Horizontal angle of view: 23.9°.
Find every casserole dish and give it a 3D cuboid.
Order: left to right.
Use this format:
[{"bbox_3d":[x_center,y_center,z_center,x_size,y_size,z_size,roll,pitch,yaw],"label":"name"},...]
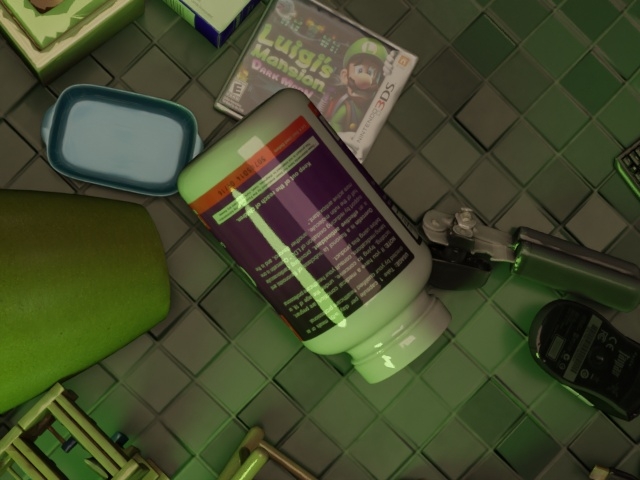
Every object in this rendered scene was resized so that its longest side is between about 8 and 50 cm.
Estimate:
[{"bbox_3d":[-0.230,-0.115,1.760,0.188,0.037,0.114,12,86,-5],"label":"casserole dish"}]

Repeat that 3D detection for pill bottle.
[{"bbox_3d":[0.000,0.000,1.700,0.181,0.181,0.323,-39,96,-7],"label":"pill bottle"}]

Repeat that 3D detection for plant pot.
[{"bbox_3d":[-0.324,0.053,1.650,0.293,0.275,0.275,-13,89,-23],"label":"plant pot"}]

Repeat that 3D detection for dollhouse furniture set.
[{"bbox_3d":[-0.270,0.260,1.673,0.129,0.184,0.129,43,84,13],"label":"dollhouse furniture set"}]

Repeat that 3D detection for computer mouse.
[{"bbox_3d":[0.335,0.192,1.798,0.262,0.060,0.184,25,81,-16],"label":"computer mouse"}]

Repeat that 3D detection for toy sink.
[{"bbox_3d":[-0.329,-0.317,1.710,0.153,0.131,0.234,-38,91,-7],"label":"toy sink"}]

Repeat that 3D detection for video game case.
[{"bbox_3d":[-0.004,-0.188,1.795,0.190,0.022,0.173,28,84,-4],"label":"video game case"}]

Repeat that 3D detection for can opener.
[{"bbox_3d":[0.244,0.029,1.797,0.280,0.074,0.093,14,120,-4],"label":"can opener"}]

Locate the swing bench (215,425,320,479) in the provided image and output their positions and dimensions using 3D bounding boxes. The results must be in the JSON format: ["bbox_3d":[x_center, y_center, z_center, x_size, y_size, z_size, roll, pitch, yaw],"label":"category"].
[{"bbox_3d":[-0.046,0.391,1.696,0.253,0.165,0.255,36,89,-4],"label":"swing bench"}]

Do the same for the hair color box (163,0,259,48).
[{"bbox_3d":[-0.078,-0.413,1.756,0.185,0.110,0.339,41,86,-2],"label":"hair color box"}]

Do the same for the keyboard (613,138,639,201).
[{"bbox_3d":[0.449,-0.057,1.838,0.108,0.023,0.180,-37,92,-7],"label":"keyboard"}]
